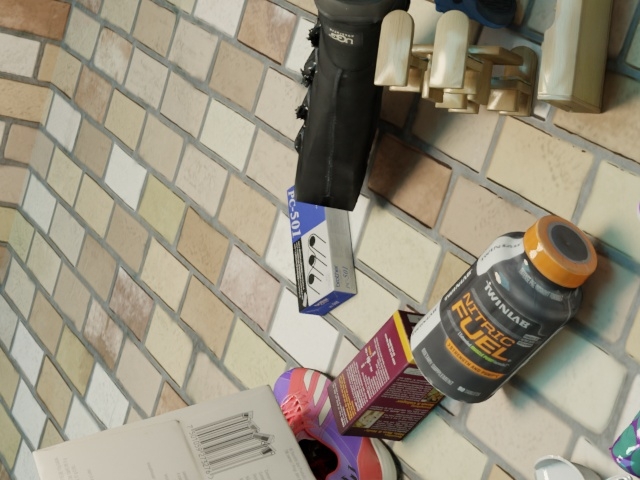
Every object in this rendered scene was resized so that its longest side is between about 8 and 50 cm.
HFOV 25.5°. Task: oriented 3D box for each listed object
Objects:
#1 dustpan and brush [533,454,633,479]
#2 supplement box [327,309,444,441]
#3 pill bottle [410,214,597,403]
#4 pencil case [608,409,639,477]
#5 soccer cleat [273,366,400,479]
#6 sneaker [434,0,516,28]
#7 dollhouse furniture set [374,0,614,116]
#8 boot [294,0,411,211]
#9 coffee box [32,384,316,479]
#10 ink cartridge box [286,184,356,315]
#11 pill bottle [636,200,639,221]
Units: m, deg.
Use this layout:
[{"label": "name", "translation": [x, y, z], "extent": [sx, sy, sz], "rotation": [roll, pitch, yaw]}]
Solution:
[{"label": "dustpan and brush", "translation": [0.293, 0.295, 1.572], "extent": [0.211, 0.060, 0.147], "rotation": [-37, 52, 50]}, {"label": "supplement box", "translation": [0.103, 0.181, 1.868], "extent": [0.188, 0.104, 0.081], "rotation": [-51, 42, 38]}, {"label": "pill bottle", "translation": [0.223, 0.077, 1.683], "extent": [0.246, 0.130, 0.130], "rotation": [-52, 42, 38]}, {"label": "pencil case", "translation": [0.365, 0.181, 1.490], "extent": [0.070, 0.064, 0.152], "rotation": [40, 116, 35]}, {"label": "soccer cleat", "translation": [-0.008, 0.271, 2.007], "extent": [0.318, 0.116, 0.109], "rotation": [45, 120, 52]}, {"label": "sneaker", "translation": [0.199, -0.326, 1.898], "extent": [0.209, 0.069, 0.082], "rotation": [-120, 38, -47]}, {"label": "dollhouse furniture set", "translation": [0.219, -0.246, 1.713], "extent": [0.242, 0.212, 0.161], "rotation": [6, 89, 32]}, {"label": "boot", "translation": [0.068, -0.298, 1.935], "extent": [0.445, 0.146, 0.367], "rotation": [92, -160, -57]}, {"label": "coffee box", "translation": [-0.161, 0.457, 1.892], "extent": [0.338, 0.338, 0.334], "rotation": [-119, 19, -46]}, {"label": "ink cartridge box", "translation": [0.000, 0.000, 2.136], "extent": [0.097, 0.046, 0.207], "rotation": [-35, 53, 48]}, {"label": "pill bottle", "translation": [0.387, -0.042, 1.536], "extent": [0.083, 0.043, 0.043], "rotation": [-35, 53, 48]}]
